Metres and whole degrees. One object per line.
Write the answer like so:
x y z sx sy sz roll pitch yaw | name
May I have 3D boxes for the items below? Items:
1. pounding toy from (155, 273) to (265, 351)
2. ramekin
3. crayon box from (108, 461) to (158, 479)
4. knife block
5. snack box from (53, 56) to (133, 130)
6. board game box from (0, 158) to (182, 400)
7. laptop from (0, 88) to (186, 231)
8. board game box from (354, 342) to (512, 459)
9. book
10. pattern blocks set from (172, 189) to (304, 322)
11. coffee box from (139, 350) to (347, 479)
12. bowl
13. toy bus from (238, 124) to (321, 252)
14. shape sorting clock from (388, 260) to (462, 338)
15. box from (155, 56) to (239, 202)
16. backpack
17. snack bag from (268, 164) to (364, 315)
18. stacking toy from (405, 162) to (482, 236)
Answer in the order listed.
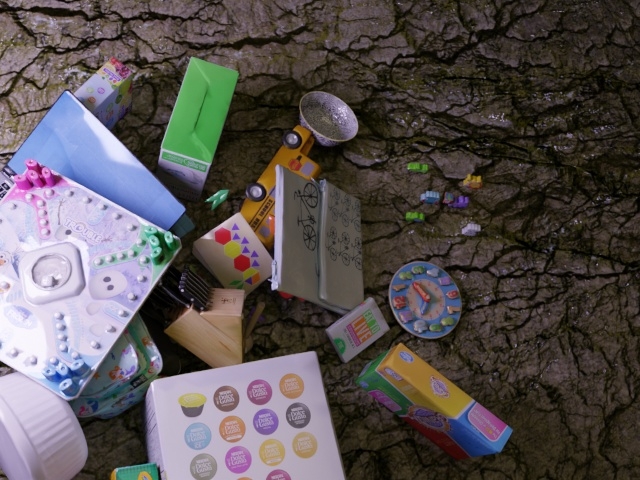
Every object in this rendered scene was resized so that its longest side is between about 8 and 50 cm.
-0.256 0.155 1.855 0.237 0.183 0.110 13 35 -9 | pounding toy
-0.577 0.381 1.612 0.127 0.273 0.273 -30 81 -35 | ramekin
-0.368 0.540 1.596 0.081 0.278 0.165 -4 71 -19 | crayon box
-0.284 0.178 1.750 0.242 0.275 0.088 3 36 0 | knife block
-0.537 -0.309 1.921 0.070 0.174 0.207 37 65 3 | snack box
-0.546 0.062 1.625 0.390 0.050 0.390 27 68 11 | board game box
-0.589 -0.039 1.752 0.382 0.236 0.408 45 54 -1 | laptop
0.253 0.379 1.861 0.316 0.242 0.064 38 66 0 | board game box
0.089 0.217 1.967 0.144 0.035 0.096 -35 111 -22 | book
-0.195 0.042 1.899 0.285 0.026 0.324 -25 101 4 | pattern blocks set
-0.171 0.446 1.657 0.338 0.338 0.334 -7 72 -19 | coffee box
0.006 -0.303 2.121 0.170 0.080 0.170 17 49 -21 | bowl
-0.105 -0.127 2.017 0.130 0.108 0.332 33 65 -2 | toy bus
0.270 0.151 2.062 0.206 0.040 0.206 5 69 -14 | shape sorting clock
-0.299 -0.260 1.942 0.127 0.231 0.262 17 67 -10 | box
-0.455 0.253 1.705 0.253 0.191 0.225 -35 70 11 | backpack
0.000 0.000 1.936 0.342 0.037 0.323 25 59 -49 | snack bag
0.333 -0.110 2.176 0.221 0.052 0.167 10 66 -11 | stacking toy
